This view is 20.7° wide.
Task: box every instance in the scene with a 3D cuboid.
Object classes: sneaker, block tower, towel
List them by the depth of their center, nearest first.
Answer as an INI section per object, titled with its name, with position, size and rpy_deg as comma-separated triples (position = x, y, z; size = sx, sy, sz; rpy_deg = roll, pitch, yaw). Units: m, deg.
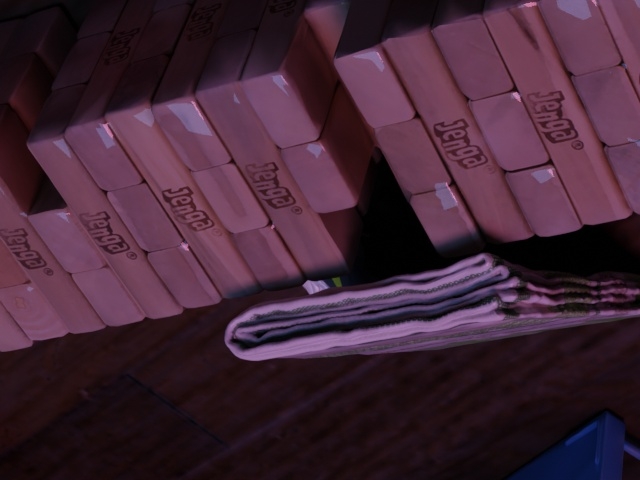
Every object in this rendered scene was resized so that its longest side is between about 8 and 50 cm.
[block tower]
position = 0.014, -0.051, 0.591
size = 0.335, 0.091, 0.097
rpy_deg = -12, 130, 26
[towel]
position = 0.050, 0.025, 0.639
size = 0.113, 0.023, 0.152
rpy_deg = -10, 173, 30
[sneaker]
position = 0.000, 0.000, 0.693
size = 0.035, 0.031, 0.083
rpy_deg = -38, 119, 25

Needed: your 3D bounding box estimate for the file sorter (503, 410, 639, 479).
[file sorter]
position = 0.115, 0.186, 0.736
size = 0.104, 0.170, 0.118
rpy_deg = 31, 134, -17
